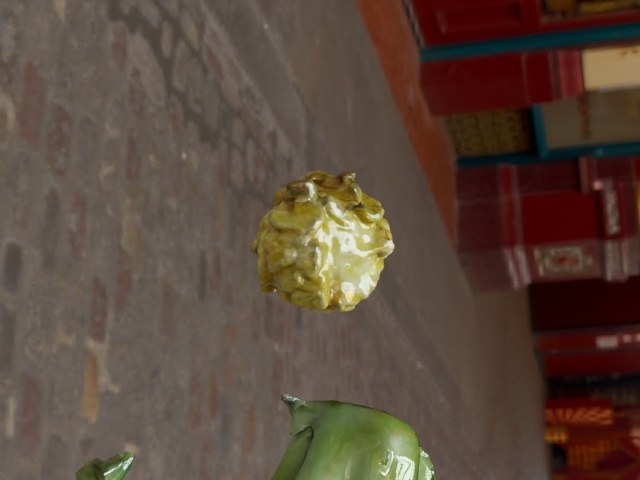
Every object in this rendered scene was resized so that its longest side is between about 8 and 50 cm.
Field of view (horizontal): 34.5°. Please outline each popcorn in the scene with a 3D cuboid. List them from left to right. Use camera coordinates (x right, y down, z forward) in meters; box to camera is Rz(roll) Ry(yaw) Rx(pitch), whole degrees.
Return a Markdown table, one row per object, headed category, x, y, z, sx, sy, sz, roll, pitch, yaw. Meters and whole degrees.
| category | x | y | z | sx | sy | sz | roll | pitch | yaw |
| --- | --- | --- | --- | --- | --- | --- | --- | --- | --- |
| popcorn | 0.000 | 0.000 | 0.559 | 0.082 | 0.057 | 0.083 | -44 | 125 | -25 |

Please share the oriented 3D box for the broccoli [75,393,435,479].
| category | x | y | z | sx | sy | sz | roll | pitch | yaw |
| --- | --- | --- | --- | --- | --- | --- | --- | --- | --- |
| broccoli | -0.024 | 0.256 | 0.521 | 0.317 | 0.338 | 0.277 | -31 | 161 | -35 |
